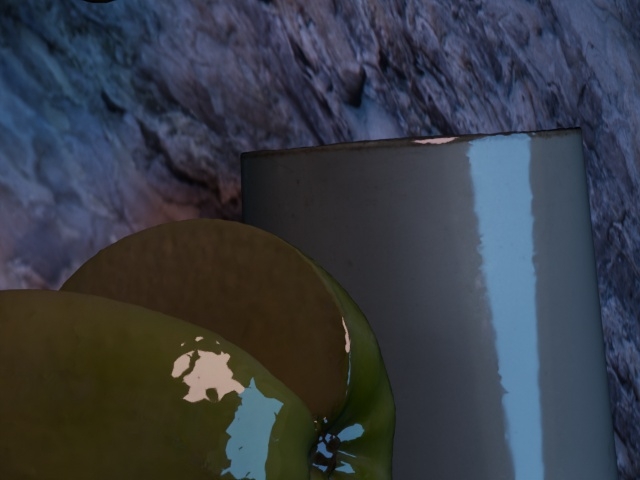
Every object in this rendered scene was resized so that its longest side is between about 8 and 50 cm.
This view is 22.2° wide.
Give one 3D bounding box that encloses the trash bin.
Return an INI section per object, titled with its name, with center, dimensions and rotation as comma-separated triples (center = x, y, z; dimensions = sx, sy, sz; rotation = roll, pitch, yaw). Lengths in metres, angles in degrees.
[trash bin]
center = 0.079, 0.141, 1.171
dimensions = 0.280, 0.280, 0.432
rotation = -10, 97, -59

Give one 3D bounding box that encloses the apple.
[apple]
center = -0.093, 0.124, 0.958
dimensions = 0.292, 0.254, 0.292
rotation = 11, 77, -58

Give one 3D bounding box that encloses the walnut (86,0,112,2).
[walnut]
center = -0.149, -0.311, 0.905
dimensions = 0.383, 0.383, 0.383
rotation = 23, 62, -54
